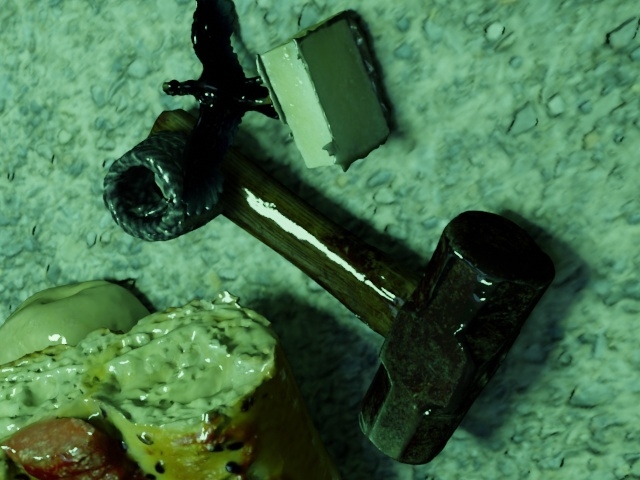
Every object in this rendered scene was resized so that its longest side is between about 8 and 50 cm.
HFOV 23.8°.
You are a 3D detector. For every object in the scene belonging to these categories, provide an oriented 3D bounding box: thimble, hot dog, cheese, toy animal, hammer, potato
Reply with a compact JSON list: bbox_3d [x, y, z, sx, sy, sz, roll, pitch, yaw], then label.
[{"bbox_3d":[-0.146,-0.049,1.379,0.104,0.066,0.095,15,121,37],"label":"thimble"},{"bbox_3d":[-0.153,0.275,1.478,0.367,0.196,0.365,-18,124,10],"label":"hot dog"},{"bbox_3d":[-0.254,0.145,1.604,0.235,0.117,0.218,22,124,20],"label":"cheese"},{"bbox_3d":[-0.084,-0.130,1.336,0.108,0.062,0.220,-1,82,5],"label":"toy animal"},{"bbox_3d":[0.000,0.000,1.378,0.409,0.095,0.242,37,130,20],"label":"hammer"},{"bbox_3d":[0.005,-0.124,1.298,0.061,0.086,0.122,-3,114,50],"label":"potato"}]
